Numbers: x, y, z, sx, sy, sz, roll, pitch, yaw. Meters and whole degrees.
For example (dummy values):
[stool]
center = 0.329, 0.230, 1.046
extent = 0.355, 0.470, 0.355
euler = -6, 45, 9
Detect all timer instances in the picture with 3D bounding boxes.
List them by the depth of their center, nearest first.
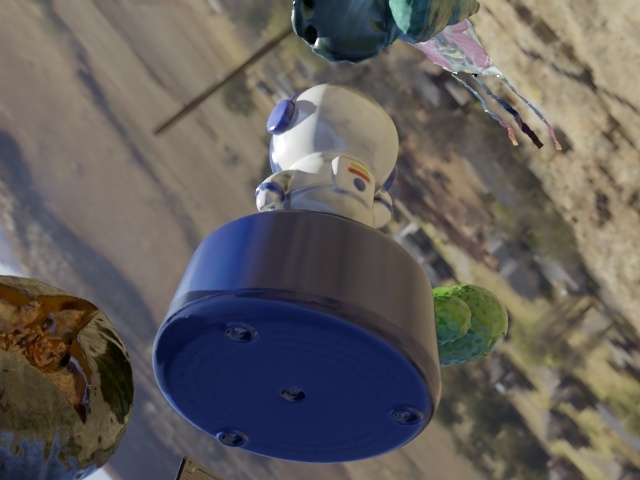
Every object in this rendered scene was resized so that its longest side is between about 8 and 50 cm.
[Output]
[timer]
center = 0.000, 0.000, 1.331
extent = 0.270, 0.383, 0.270
euler = 6, 141, 5

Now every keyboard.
[keyboard]
center = -0.139, 0.298, 1.573
extent = 0.010, 0.053, 0.155
euler = 10, 160, 24

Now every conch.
[conch]
center = 0.088, -0.305, 1.606
extent = 0.202, 0.134, 0.196
euler = 23, 126, 14

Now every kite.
[kite]
center = 0.216, -0.255, 1.963
extent = 0.360, 0.022, 0.204
euler = 43, 162, -29

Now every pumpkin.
[pumpkin]
center = -0.284, 0.131, 1.177
extent = 0.238, 0.159, 0.238
euler = 19, -159, -8

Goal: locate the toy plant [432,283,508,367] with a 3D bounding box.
[toy plant]
center = 0.087, 0.130, 1.677
extent = 0.224, 0.316, 0.184
euler = 19, -116, -55
